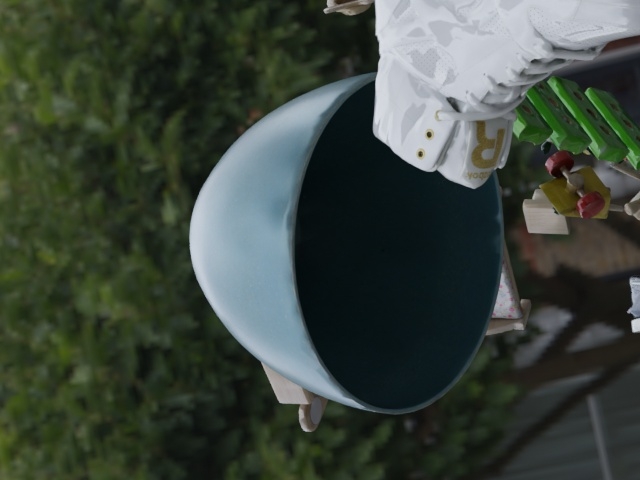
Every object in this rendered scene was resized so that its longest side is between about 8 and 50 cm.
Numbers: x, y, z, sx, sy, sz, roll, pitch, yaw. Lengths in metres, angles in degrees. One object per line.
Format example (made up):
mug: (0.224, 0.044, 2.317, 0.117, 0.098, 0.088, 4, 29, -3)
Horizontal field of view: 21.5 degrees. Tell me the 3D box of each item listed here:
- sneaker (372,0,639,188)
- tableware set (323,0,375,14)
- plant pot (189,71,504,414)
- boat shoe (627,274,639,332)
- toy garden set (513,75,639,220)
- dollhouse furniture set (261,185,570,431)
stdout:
sneaker: (0.138, -0.118, 1.178, 0.292, 0.108, 0.169, 14, 103, 57)
tableware set: (0.073, -0.272, 1.729, 0.169, 0.141, 0.020, -82, -23, -55)
plant pot: (0.000, 0.000, 1.485, 0.290, 0.195, 0.290, -2, -88, -49)
boat shoe: (0.441, 0.047, 1.916, 0.254, 0.095, 0.079, -29, 69, 63)
toy garden set: (0.265, -0.085, 1.705, 0.244, 0.049, 0.204, 9, -141, -46)
dollhouse furniture set: (0.123, 0.104, 1.950, 0.303, 0.355, 0.174, 69, -149, -41)
